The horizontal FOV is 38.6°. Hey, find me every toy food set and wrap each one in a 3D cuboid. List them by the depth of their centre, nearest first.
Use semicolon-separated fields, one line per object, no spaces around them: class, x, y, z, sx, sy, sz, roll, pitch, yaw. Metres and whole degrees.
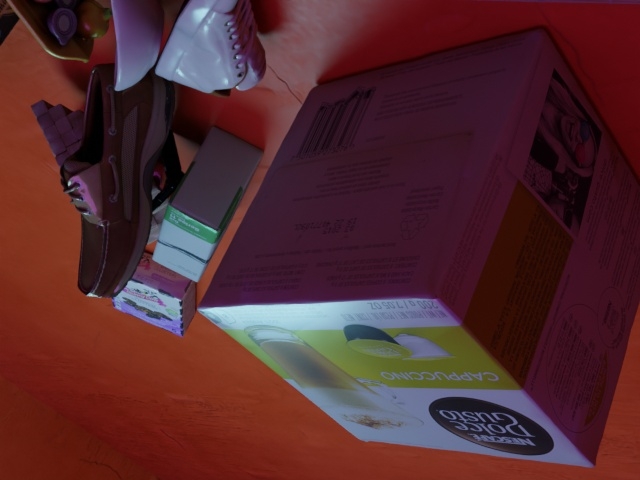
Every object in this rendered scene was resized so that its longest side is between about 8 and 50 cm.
toy food set;-0.315;-0.313;1.081;0.071;0.128;0.218;-16;131;23

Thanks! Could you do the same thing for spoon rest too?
spoon rest;-0.211;-0.282;1.048;0.084;0.137;0.276;10;149;-21

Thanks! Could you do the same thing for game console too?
game console;-0.238;-0.097;1.330;0.071;0.107;0.122;45;-173;-7

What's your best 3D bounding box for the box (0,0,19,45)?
box;-0.525;-0.199;1.243;0.073;0.295;0.293;35;151;-22

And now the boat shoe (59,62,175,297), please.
boat shoe;-0.295;-0.086;1.241;0.120;0.324;0.122;8;-172;-38

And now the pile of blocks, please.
pile of blocks;-0.303;-0.121;1.434;0.112;0.149;0.362;-27;149;3

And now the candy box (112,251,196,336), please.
candy box;-0.339;0.102;1.849;0.165;0.070;0.196;23;153;5

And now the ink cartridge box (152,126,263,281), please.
ink cartridge box;-0.173;-0.049;1.374;0.087;0.153;0.208;27;151;-4

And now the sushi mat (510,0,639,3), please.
sushi mat;0.188;-0.271;0.830;0.316;0.019;0.151;10;157;27

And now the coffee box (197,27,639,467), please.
coffee box;0.139;0.025;1.053;0.337;0.338;0.334;-5;141;44

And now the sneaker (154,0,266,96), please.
sneaker;-0.102;-0.247;1.046;0.123;0.106;0.290;25;163;-12
